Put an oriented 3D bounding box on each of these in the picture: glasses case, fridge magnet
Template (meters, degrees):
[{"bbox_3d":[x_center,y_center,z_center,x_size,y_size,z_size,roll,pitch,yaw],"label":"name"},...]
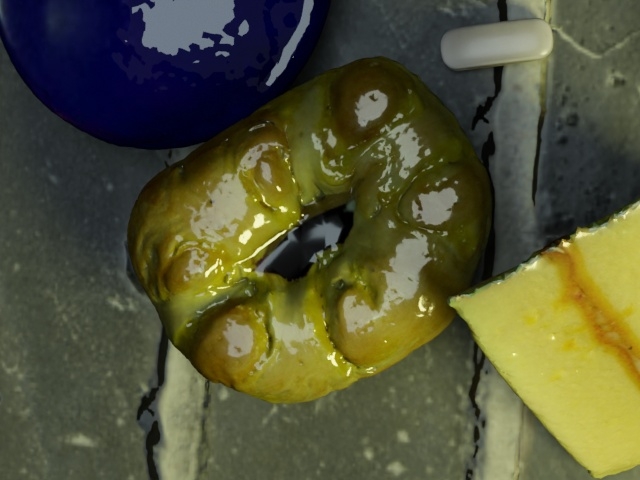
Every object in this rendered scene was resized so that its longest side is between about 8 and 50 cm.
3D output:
[{"bbox_3d":[0.131,-0.146,1.096,0.083,0.021,0.032,-7,90,12],"label":"glasses case"},{"bbox_3d":[-0.118,-0.199,1.103,0.265,0.113,0.265,0,89,12],"label":"fridge magnet"}]

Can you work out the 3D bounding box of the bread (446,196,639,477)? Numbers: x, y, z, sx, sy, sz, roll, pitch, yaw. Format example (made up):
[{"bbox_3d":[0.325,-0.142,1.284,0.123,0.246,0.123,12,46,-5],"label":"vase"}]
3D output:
[{"bbox_3d":[0.200,0.071,0.957,0.168,0.264,0.163,-30,81,15],"label":"bread"}]

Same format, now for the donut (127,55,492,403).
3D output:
[{"bbox_3d":[0.000,0.000,1.065,0.261,0.128,0.208,-27,85,10],"label":"donut"}]
